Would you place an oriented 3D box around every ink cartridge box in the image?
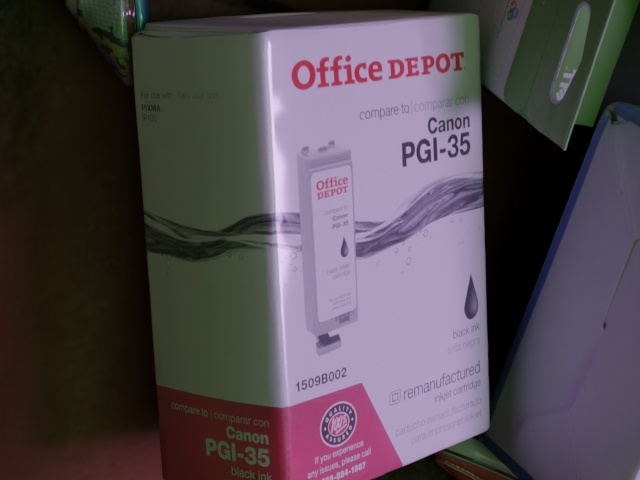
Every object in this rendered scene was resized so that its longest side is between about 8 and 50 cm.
[{"bbox_3d":[0.145,-0.143,0.967,0.062,0.209,0.109,6,114,-26],"label":"ink cartridge box"},{"bbox_3d":[0.339,0.060,1.060,0.395,0.151,0.270,2,118,-33],"label":"ink cartridge box"},{"bbox_3d":[0.000,0.000,0.952,0.207,0.117,0.283,-13,104,-46],"label":"ink cartridge box"}]

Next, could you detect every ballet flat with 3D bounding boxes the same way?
[{"bbox_3d":[-0.139,-0.206,0.933,0.079,0.077,0.222,1,93,-5],"label":"ballet flat"}]

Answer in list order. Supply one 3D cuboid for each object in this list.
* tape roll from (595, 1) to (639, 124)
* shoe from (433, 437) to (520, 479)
[{"bbox_3d":[0.265,-0.169,1.063,0.219,0.072,0.219,-8,102,-43],"label":"tape roll"},{"bbox_3d":[0.138,0.205,1.106,0.178,0.063,0.081,32,80,-28],"label":"shoe"}]
